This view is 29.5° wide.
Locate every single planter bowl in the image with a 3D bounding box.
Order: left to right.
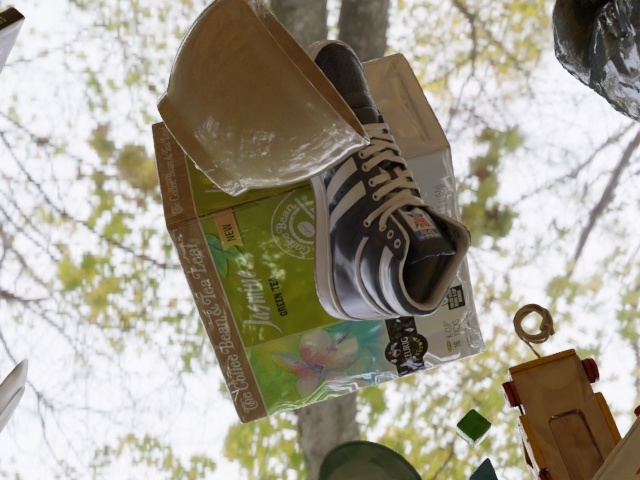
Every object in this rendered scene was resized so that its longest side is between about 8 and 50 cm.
[{"bbox_3d":[-0.054,-0.103,0.921,0.109,0.162,0.162,-39,-124,9],"label":"planter bowl"}]

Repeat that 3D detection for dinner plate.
[{"bbox_3d":[-0.311,0.174,1.145,0.017,0.141,0.141,32,-131,-3],"label":"dinner plate"}]

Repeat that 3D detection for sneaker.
[{"bbox_3d":[0.058,-0.058,1.172,0.099,0.282,0.153,-12,-171,-36],"label":"sneaker"}]

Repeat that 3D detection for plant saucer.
[{"bbox_3d":[0.051,0.255,1.218,0.119,0.021,0.119,15,-139,-13],"label":"plant saucer"}]

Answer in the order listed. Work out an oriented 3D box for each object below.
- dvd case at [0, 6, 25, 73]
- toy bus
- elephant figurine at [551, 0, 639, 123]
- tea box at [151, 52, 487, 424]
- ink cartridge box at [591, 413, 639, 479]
[{"bbox_3d":[-0.485,-0.184,1.593,0.029,0.239,0.179,38,-143,1],"label":"dvd case"},{"bbox_3d":[0.248,0.200,1.247,0.191,0.104,0.202,26,-112,15],"label":"toy bus"},{"bbox_3d":[0.167,-0.167,0.546,0.169,0.239,0.186,-39,-133,-16],"label":"elephant figurine"},{"bbox_3d":[0.000,0.000,1.462,0.323,0.329,0.220,-17,-141,0],"label":"tea box"},{"bbox_3d":[0.261,0.197,0.717,0.153,0.087,0.208,-53,-135,2],"label":"ink cartridge box"}]
